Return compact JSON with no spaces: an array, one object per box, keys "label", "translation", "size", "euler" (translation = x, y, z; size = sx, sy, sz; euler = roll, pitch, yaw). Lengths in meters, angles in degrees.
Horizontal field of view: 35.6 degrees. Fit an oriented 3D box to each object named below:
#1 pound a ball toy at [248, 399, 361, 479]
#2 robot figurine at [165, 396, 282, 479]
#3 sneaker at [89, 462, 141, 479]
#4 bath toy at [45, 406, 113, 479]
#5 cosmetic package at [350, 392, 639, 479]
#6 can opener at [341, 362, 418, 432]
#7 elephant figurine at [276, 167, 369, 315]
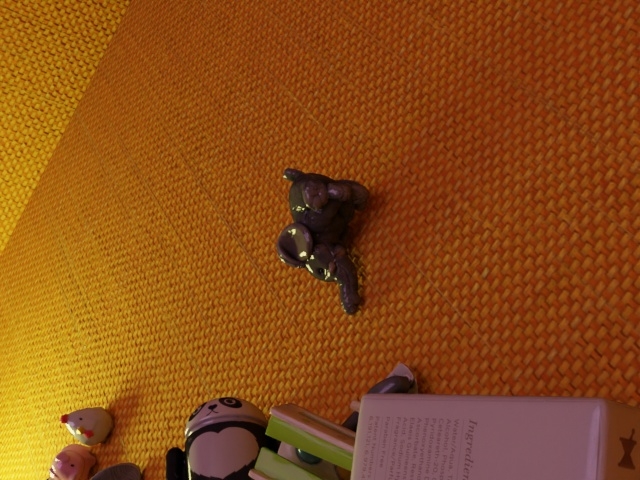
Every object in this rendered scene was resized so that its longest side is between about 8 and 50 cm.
[{"label":"pound a ball toy","translation":[0.069,0.348,1.627],"size":[0.319,0.136,0.208],"euler":[20,93,25]},{"label":"robot figurine","translation":[-0.173,0.434,1.901],"size":[0.173,0.209,0.278],"euler":[-51,37,41]},{"label":"sneaker","translation":[-0.505,0.584,2.345],"size":[0.222,0.118,0.083],"euler":[-35,85,7]},{"label":"bath toy","translation":[-0.631,0.569,2.468],"size":[0.151,0.129,0.348],"euler":[32,100,53]},{"label":"cosmetic package","translation":[0.272,0.375,1.237],"size":[0.394,0.330,0.327],"euler":[-10,67,51]},{"label":"can opener","translation":[0.071,0.316,1.727],"size":[0.280,0.093,0.074],"euler":[-54,40,28]},{"label":"elephant figurine","translation":[0.000,0.000,1.911],"size":[0.186,0.170,0.239],"euler":[-108,26,-77]}]
